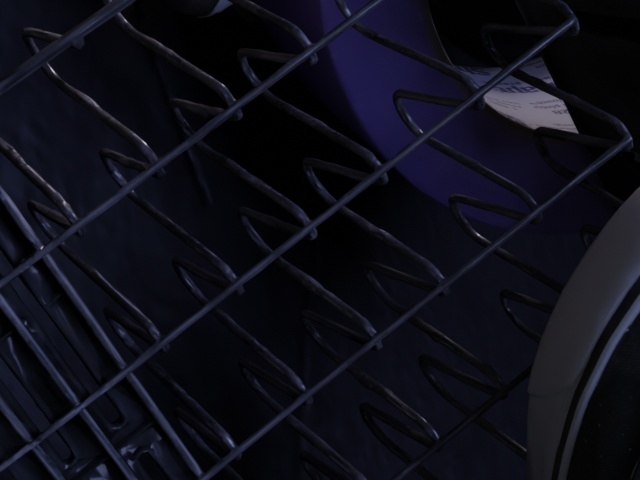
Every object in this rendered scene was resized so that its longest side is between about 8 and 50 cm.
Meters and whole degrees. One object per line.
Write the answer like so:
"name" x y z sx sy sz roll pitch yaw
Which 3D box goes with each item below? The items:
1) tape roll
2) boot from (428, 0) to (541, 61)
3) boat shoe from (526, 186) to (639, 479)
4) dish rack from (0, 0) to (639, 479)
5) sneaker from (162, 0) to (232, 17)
"tape roll" 0.074 -0.103 0.517 0.189 0.080 0.189 -7 113 -18
"boot" 0.116 -0.164 0.695 0.263 0.091 0.229 45 40 -38
"boat shoe" 0.091 0.089 0.416 0.077 0.070 0.219 5 104 -29
"dish rack" 0.000 0.000 0.424 0.271 0.074 0.208 -38 119 -13
"sneaker" -0.082 -0.112 0.438 0.065 0.061 0.158 -48 121 -17
